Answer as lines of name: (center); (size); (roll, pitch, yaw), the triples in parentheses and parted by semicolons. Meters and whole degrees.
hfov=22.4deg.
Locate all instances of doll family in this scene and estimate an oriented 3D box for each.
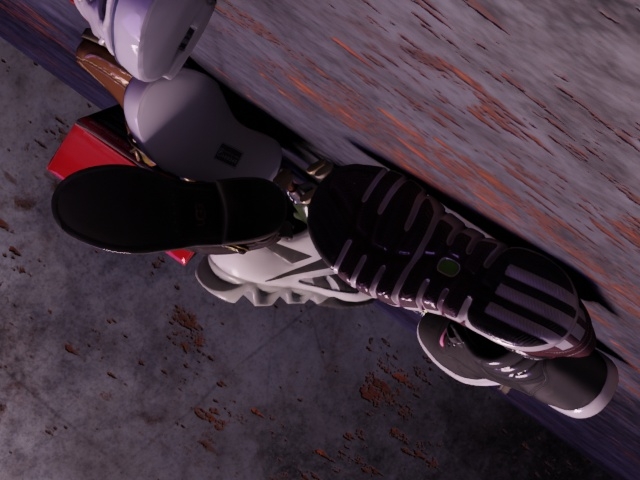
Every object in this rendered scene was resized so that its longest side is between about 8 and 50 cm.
doll family: (0.031, -0.021, 1.677); (0.111, 0.076, 0.193); (58, 171, -26)

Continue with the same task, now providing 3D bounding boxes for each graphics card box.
graphics card box: (-0.227, -0.095, 2.297); (0.232, 0.094, 0.371); (34, -166, -1)

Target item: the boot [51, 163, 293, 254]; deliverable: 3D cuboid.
boot: (-0.152, -0.017, 1.737); (0.263, 0.091, 0.229); (4, 173, -6)

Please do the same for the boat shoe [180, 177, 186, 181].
boat shoe: (-0.143, -0.113, 2.111); (0.258, 0.109, 0.089); (51, -173, 10)

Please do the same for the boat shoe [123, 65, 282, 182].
boat shoe: (-0.146, -0.129, 1.750); (0.102, 0.108, 0.301); (32, -177, 26)

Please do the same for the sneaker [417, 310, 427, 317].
sneaker: (0.112, 0.037, 1.954); (0.209, 0.069, 0.082); (26, -151, 6)

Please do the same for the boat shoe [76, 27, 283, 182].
boat shoe: (-0.182, -0.134, 1.946); (0.307, 0.104, 0.110); (37, 176, -26)

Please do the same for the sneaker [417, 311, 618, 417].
sneaker: (0.173, 0.091, 1.713); (0.147, 0.104, 0.295); (39, 169, -33)

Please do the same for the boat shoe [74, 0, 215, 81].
boat shoe: (-0.129, -0.162, 1.106); (0.084, 0.095, 0.258); (31, 176, -1)

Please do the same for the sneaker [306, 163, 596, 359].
sneaker: (0.121, 0.038, 1.414); (0.281, 0.106, 0.162); (32, 179, 35)

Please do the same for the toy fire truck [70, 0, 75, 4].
toy fire truck: (-0.201, -0.223, 1.368); (0.135, 0.047, 0.192); (38, 175, -30)

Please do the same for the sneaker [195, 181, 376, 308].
sneaker: (0.000, 0.000, 2.039); (0.122, 0.146, 0.330); (38, -156, 32)

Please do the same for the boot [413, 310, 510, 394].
boot: (0.176, 0.108, 2.095); (0.208, 0.076, 0.190); (28, 161, 10)
